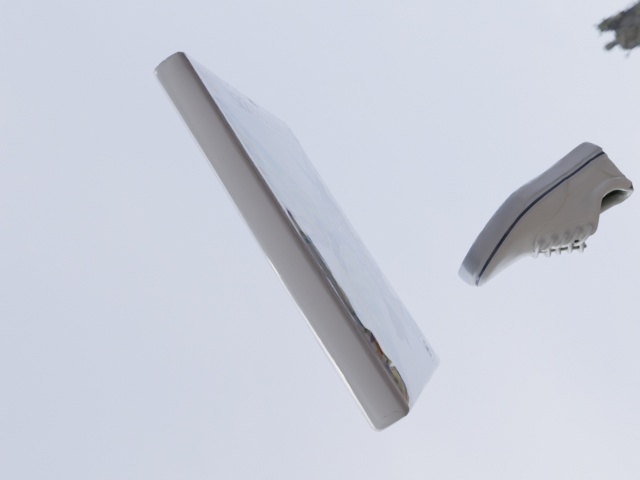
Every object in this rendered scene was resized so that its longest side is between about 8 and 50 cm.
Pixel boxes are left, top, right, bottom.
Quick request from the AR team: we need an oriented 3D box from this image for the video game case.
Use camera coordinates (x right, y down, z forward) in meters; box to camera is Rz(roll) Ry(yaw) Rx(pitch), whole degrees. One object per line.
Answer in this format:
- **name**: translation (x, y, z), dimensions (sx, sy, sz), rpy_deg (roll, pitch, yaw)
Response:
- **video game case**: translation (0.000, 0.000, 0.689), dimensions (0.329, 0.036, 0.300), rpy_deg (58, -170, 9)

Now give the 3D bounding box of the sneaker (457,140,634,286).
- **sneaker**: translation (0.267, -0.022, 0.846), dimensions (0.258, 0.094, 0.091), rpy_deg (-38, -115, -21)
